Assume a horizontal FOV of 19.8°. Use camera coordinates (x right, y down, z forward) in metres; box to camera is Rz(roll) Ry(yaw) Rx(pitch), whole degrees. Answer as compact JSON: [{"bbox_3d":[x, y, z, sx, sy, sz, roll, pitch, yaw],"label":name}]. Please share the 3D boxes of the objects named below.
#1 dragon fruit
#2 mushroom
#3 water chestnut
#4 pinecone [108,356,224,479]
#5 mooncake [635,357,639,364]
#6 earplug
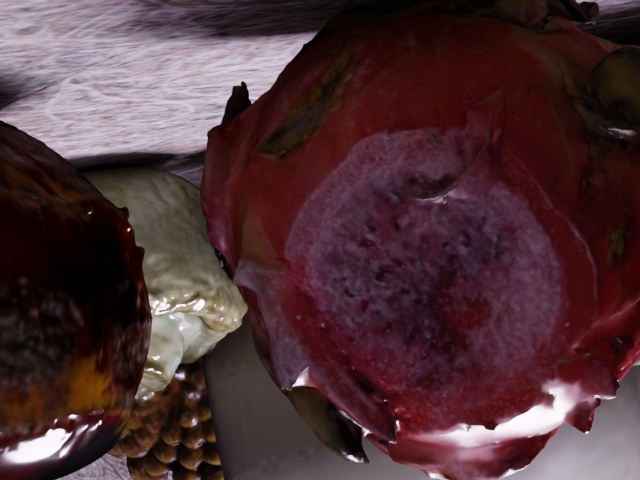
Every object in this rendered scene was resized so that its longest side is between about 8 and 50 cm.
[{"bbox_3d":[0.079,-0.020,0.980,0.269,0.250,0.291,-36,-175,19],"label":"dragon fruit"},{"bbox_3d":[-0.155,0.020,1.583,0.164,0.189,0.267,-20,154,16],"label":"mushroom"},{"bbox_3d":[-0.258,0.082,1.064,0.351,0.302,0.350,-11,173,-1],"label":"water chestnut"},{"bbox_3d":[-0.109,0.095,2.108,0.384,0.384,0.384,-10,178,0],"label":"pinecone"},{"bbox_3d":[0.313,-0.011,1.292,0.394,0.246,0.393,-13,-157,-44],"label":"mooncake"},{"bbox_3d":[0.113,0.169,1.737,0.394,0.312,0.312,-14,177,7],"label":"earplug"}]
